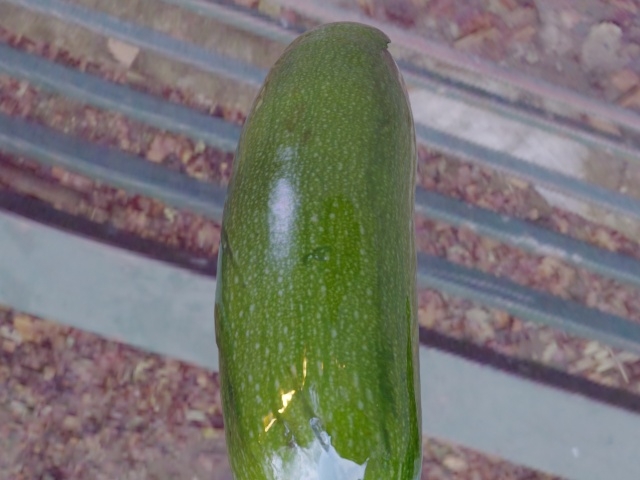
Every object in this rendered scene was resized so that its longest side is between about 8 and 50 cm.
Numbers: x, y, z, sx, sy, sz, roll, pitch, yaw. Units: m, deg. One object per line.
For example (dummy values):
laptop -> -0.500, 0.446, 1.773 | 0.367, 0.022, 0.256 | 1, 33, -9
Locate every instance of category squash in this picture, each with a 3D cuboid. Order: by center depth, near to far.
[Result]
squash -> 0.000, -0.003, 0.469 | 0.071, 0.318, 0.080 | 5, 129, -4
